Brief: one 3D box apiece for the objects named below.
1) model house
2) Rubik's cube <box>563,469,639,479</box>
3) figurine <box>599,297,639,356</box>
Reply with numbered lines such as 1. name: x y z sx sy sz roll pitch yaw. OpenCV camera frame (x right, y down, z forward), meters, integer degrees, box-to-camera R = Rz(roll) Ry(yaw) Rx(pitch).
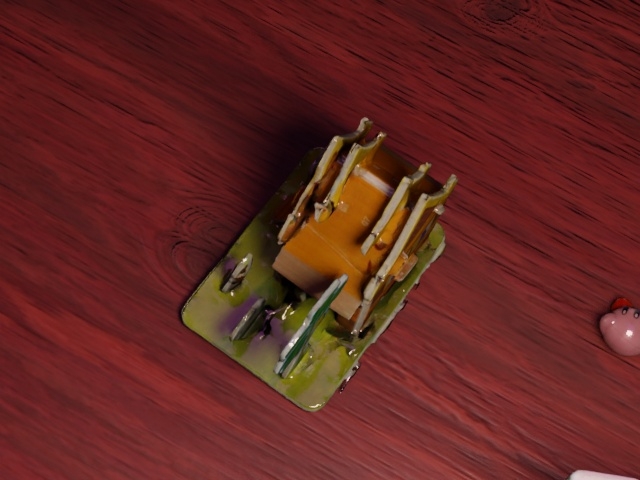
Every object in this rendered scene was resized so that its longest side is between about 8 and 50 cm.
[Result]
1. model house: 0.000 0.000 1.852 0.242 0.313 0.357 35 69 11
2. Rubik's cube: 0.389 0.471 1.696 0.319 0.316 0.321 9 68 -4
3. figurine: 0.415 0.123 1.979 0.083 0.071 0.067 28 108 14
